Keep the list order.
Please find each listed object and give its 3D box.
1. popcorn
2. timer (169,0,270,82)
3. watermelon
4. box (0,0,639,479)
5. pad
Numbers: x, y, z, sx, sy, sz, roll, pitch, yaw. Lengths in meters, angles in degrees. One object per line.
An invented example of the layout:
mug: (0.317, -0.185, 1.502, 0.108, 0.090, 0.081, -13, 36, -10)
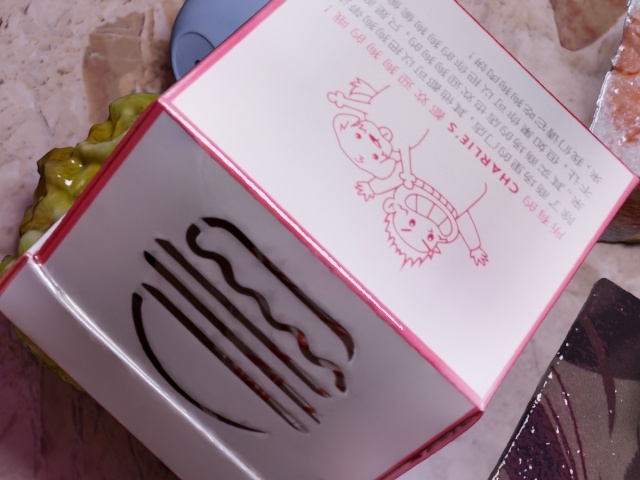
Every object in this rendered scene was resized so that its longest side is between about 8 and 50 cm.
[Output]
popcorn: (-0.180, 0.022, 1.426, 0.225, 0.174, 0.285, -17, 76, -5)
timer: (-0.021, -0.201, 1.520, 0.255, 0.175, 0.175, -28, 78, -16)
watermelon: (0.343, -0.081, 1.483, 0.201, 0.213, 0.261, -40, 65, -8)
box: (0.000, 0.000, 1.214, 0.314, 0.300, 0.312, 44, 46, -2)
pad: (0.284, 0.220, 1.509, 0.220, 0.004, 0.330, 30, 72, 3)
